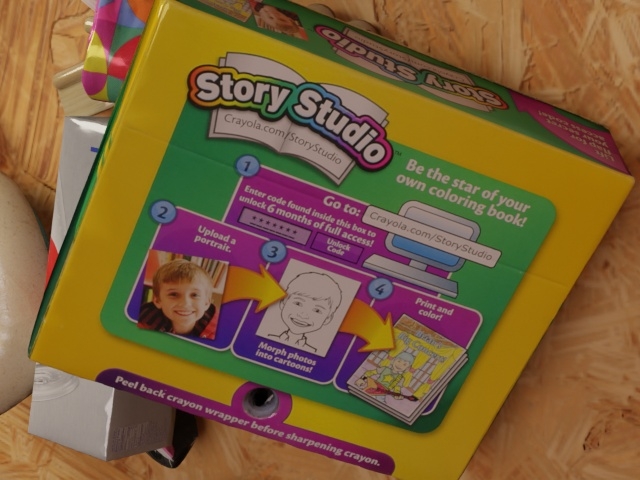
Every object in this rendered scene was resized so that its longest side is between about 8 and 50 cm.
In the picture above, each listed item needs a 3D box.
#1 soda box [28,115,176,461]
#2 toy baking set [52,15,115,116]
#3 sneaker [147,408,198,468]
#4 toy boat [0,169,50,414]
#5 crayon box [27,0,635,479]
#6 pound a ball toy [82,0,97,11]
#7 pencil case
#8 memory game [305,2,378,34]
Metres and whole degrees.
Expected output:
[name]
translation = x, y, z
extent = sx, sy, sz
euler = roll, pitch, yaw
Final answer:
[soda box]
translation = -0.176, 0.039, 1.198
extent = 0.098, 0.091, 0.286
euler = 14, 100, 32
[toy baking set]
translation = -0.127, -0.101, 1.240
extent = 0.256, 0.030, 0.197
euler = 8, 107, 23
[sneaker]
translation = -0.190, 0.157, 1.317
extent = 0.178, 0.072, 0.077
euler = 44, 123, 25
[toy boat]
translation = -0.369, 0.072, 1.345
extent = 0.318, 0.148, 0.267
euler = -35, 66, 26
[crayon box]
translation = 0.000, 0.000, 1.056
extent = 0.363, 0.106, 0.313
euler = 20, 115, -13
[pound a ball toy]
translation = -0.180, -0.341, 1.133
extent = 0.319, 0.136, 0.208
euler = 40, 115, -12
[pencil case]
translation = -0.075, -0.141, 1.102
extent = 0.236, 0.104, 0.104
euler = 11, 108, 0
[memory game]
translation = -0.011, -0.109, 1.168
extent = 0.186, 0.012, 0.186
euler = 3, 101, 16
